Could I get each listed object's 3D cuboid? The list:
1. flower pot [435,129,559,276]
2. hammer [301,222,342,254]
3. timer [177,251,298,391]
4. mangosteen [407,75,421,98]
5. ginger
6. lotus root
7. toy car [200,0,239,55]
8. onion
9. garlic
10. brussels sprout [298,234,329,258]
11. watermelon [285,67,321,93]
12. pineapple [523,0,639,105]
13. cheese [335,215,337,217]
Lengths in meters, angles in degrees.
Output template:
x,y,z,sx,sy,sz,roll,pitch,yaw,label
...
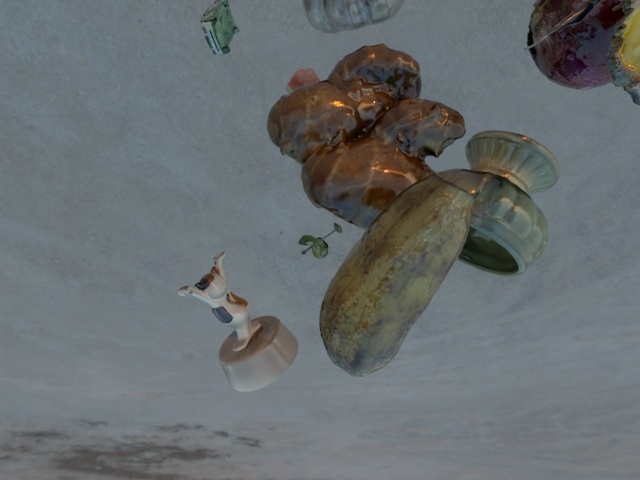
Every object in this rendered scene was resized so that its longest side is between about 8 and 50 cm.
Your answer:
x,y,z,sx,sy,sz,roll,pitch,yaw,label
0.375,-0.088,0.930,0.308,0.244,0.307,34,171,6,flower pot
0.000,0.000,0.967,0.123,0.029,0.014,-35,175,26,hammer
-0.182,0.167,0.883,0.176,0.175,0.265,-19,112,22,timer
0.201,-0.446,1.176,0.156,0.181,0.146,-40,130,16,mangosteen
0.083,-0.160,0.697,0.274,0.357,0.152,-34,163,9,ginger
0.064,0.044,0.430,0.097,0.110,0.258,9,121,-27,lotus root
-0.280,-0.577,1.108,0.076,0.224,0.090,-7,136,11,toy car
0.547,-0.434,0.804,0.277,0.275,0.276,-2,145,-1,onion
0.079,-0.651,0.982,0.322,0.321,0.241,-25,135,28,garlic
-0.016,0.010,1.058,0.046,0.050,0.083,-33,123,30,brussels sprout
-0.022,-0.334,0.904,0.092,0.084,0.072,-11,148,-54,watermelon
0.411,-0.312,0.455,0.158,0.161,0.334,40,118,4,pineapple
0.040,-0.171,1.405,0.093,0.171,0.126,-28,115,-12,cheese
